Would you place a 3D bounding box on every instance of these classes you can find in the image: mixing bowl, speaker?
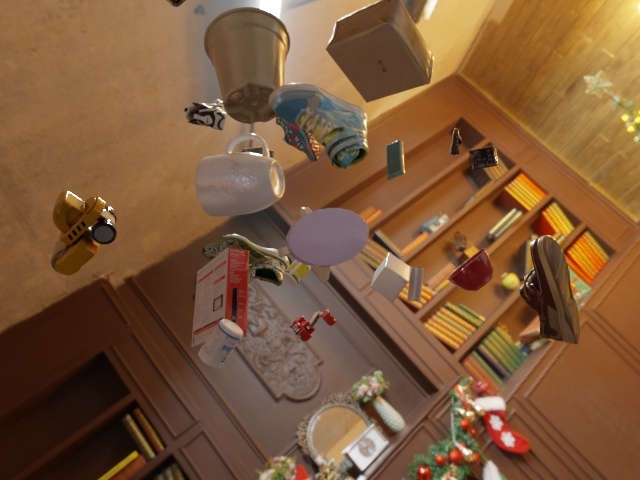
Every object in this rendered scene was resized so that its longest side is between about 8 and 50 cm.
[{"bbox_3d":[0.568,0.122,1.728,0.181,0.098,0.181,-40,-8,-7],"label":"mixing bowl"},{"bbox_3d":[0.378,0.173,1.867,0.055,0.055,0.136,16,-101,-73],"label":"speaker"}]

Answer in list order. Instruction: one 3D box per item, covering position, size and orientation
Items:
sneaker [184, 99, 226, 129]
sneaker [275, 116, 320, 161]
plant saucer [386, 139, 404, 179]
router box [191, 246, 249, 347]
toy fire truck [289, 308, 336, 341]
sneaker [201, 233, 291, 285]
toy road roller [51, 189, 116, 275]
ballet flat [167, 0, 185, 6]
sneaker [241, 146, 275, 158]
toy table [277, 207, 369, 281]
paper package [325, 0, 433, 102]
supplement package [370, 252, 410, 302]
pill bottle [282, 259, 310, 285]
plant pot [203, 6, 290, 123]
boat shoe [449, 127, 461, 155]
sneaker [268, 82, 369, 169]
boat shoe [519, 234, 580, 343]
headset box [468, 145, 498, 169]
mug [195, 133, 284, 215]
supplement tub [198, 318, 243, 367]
[{"bbox_3d":[-0.474,-0.522,1.899,0.152,0.235,0.094,9,-56,-26],"label":"sneaker"},{"bbox_3d":[-0.099,-0.451,2.038,0.125,0.262,0.104,-19,25,30],"label":"sneaker"},{"bbox_3d":[0.273,-0.301,1.734,0.067,0.192,0.018,-20,-47,26],"label":"plant saucer"},{"bbox_3d":[-0.364,0.218,1.693,0.082,0.302,0.335,12,-24,-30],"label":"router box"},{"bbox_3d":[-0.031,0.297,1.698,0.135,0.047,0.192,-41,15,-12],"label":"toy fire truck"},{"bbox_3d":[-0.327,0.100,2.096,0.182,0.409,0.158,-94,22,-57],"label":"sneaker"},{"bbox_3d":[-1.002,-0.049,1.906,0.329,0.202,0.240,-43,-56,2],"label":"toy road roller"},{"bbox_3d":[-0.372,-0.795,1.406,0.248,0.086,0.086,-35,-11,20],"label":"ballet flat"},{"bbox_3d":[-0.310,-0.447,2.405,0.086,0.192,0.064,-49,-38,-21],"label":"sneaker"},{"bbox_3d":[0.000,0.000,1.494,0.274,0.253,0.161,-1,-11,-24],"label":"toy table"},{"bbox_3d":[0.238,-0.741,1.863,0.324,0.309,0.168,40,-124,-40],"label":"paper package"},{"bbox_3d":[0.268,0.137,1.786,0.105,0.105,0.179,-56,-1,19],"label":"supplement package"},{"bbox_3d":[-0.075,0.100,1.659,0.116,0.065,0.065,-46,-12,-26],"label":"pill bottle"},{"bbox_3d":[-0.258,-0.624,1.759,0.333,0.306,0.334,-8,-23,-3],"label":"plant pot"},{"bbox_3d":[0.545,-0.395,1.881,0.049,0.041,0.133,63,-143,-53],"label":"boat shoe"},{"bbox_3d":[0.011,-0.309,1.318,0.318,0.208,0.127,9,-34,-27],"label":"sneaker"},{"bbox_3d":[0.571,0.135,1.205,0.123,0.342,0.123,-5,40,38],"label":"boat shoe"},{"bbox_3d":[0.497,-0.253,1.447,0.083,0.062,0.032,-7,9,38],"label":"headset box"},{"bbox_3d":[-0.339,-0.300,2.096,0.327,0.375,0.276,-4,-15,18],"label":"mug"},{"bbox_3d":[-0.252,0.261,1.193,0.107,0.071,0.071,-55,-16,4],"label":"supplement tub"}]
